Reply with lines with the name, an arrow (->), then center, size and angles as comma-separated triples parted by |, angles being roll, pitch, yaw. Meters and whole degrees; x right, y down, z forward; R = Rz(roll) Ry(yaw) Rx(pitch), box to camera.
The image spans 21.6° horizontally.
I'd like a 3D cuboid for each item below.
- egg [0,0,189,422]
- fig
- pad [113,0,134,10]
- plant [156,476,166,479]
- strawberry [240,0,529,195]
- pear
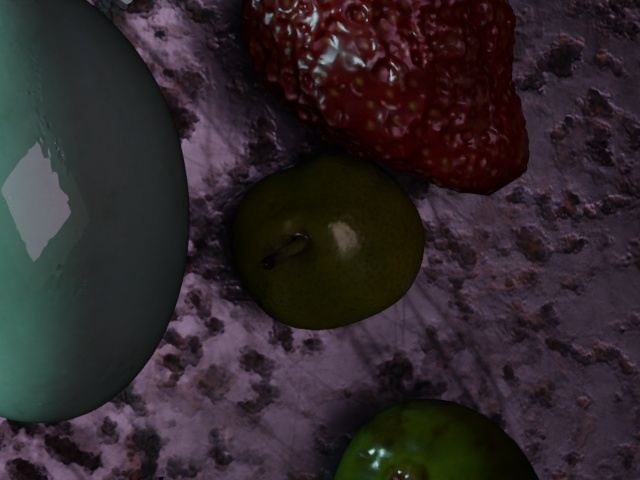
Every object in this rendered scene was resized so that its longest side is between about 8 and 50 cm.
egg -> -0.251, -0.037, 1.433 | 0.276, 0.276, 0.389 | -10, 91, -15
fig -> 0.120, 0.263, 1.601 | 0.225, 0.203, 0.203 | 36, 79, -52
pad -> -0.220, -0.322, 1.581 | 0.193, 0.004, 0.116 | 42, 80, -11
plant -> -0.189, 0.313, 1.523 | 0.203, 0.142, 0.131 | -41, 94, -24
strawberry -> 0.062, -0.167, 1.532 | 0.261, 0.261, 0.258 | -7, 103, -15
pear -> 0.000, 0.000, 1.536 | 0.180, 0.216, 0.166 | -5, 89, 16
